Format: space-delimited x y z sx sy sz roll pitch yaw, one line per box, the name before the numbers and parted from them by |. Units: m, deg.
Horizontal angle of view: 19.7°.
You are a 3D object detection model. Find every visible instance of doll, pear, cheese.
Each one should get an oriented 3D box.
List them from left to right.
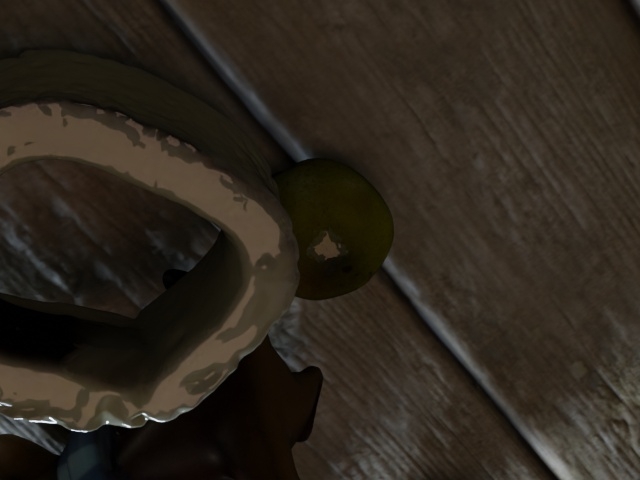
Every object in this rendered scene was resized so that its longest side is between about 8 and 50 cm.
cheese | -0.193 0.007 1.555 0.332 0.153 0.292 18 109 -13
doll | -0.137 0.221 1.747 0.339 0.318 0.209 -36 173 17
pear | 0.000 0.000 1.684 0.141 0.104 0.141 -6 125 -9
